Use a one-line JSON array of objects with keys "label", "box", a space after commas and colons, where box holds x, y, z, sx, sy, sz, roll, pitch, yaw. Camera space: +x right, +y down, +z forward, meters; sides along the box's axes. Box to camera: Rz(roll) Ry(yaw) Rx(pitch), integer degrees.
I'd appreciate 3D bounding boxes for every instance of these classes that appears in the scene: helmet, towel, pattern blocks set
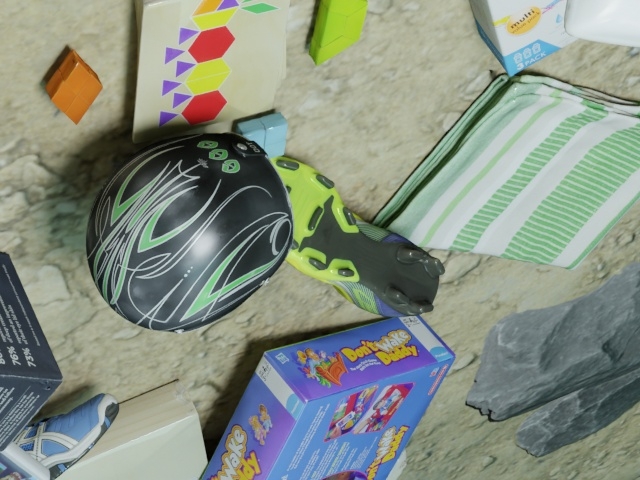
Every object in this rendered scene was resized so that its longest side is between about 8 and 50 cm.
[{"label": "helmet", "box": [-0.120, -0.005, 1.593, 0.161, 0.169, 0.169, -30, 152, -32]}, {"label": "towel", "box": [0.233, -0.064, 1.960, 0.325, 0.038, 0.248, 7, 133, -44]}, {"label": "pattern blocks set", "box": [-0.093, -0.165, 1.567, 0.285, 0.026, 0.325, -11, 143, -28]}]

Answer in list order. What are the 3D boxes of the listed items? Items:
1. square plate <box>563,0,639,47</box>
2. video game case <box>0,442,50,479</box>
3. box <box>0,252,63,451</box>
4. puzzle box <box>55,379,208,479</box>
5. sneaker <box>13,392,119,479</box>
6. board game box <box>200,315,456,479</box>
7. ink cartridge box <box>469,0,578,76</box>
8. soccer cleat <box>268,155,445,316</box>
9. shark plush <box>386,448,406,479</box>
[{"label": "square plate", "box": [0.372, -0.313, 1.505, 0.344, 0.049, 0.347, 5, 100, -31]}, {"label": "video game case", "box": [-0.395, 0.223, 1.782, 0.183, 0.023, 0.201, -40, 116, 15]}, {"label": "box", "box": [-0.350, 0.088, 1.596, 0.207, 0.153, 0.108, 11, 131, -45]}, {"label": "puzzle box", "box": [-0.252, 0.327, 2.100, 0.272, 0.052, 0.409, -22, 147, -13]}, {"label": "sneaker", "box": [-0.297, 0.212, 1.864, 0.211, 0.081, 0.080, -34, 179, -4]}, {"label": "board game box", "box": [-0.016, 0.249, 2.094, 0.233, 0.078, 0.347, -12, 139, -43]}, {"label": "ink cartridge box", "box": [0.185, -0.238, 1.656, 0.104, 0.061, 0.181, -30, 148, -1]}, {"label": "soccer cleat", "box": [0.000, 0.001, 1.815, 0.289, 0.121, 0.093, 32, 72, -41]}, {"label": "shark plush", "box": [0.028, 0.289, 2.300, 0.161, 0.073, 0.067, -4, 124, -3]}]
